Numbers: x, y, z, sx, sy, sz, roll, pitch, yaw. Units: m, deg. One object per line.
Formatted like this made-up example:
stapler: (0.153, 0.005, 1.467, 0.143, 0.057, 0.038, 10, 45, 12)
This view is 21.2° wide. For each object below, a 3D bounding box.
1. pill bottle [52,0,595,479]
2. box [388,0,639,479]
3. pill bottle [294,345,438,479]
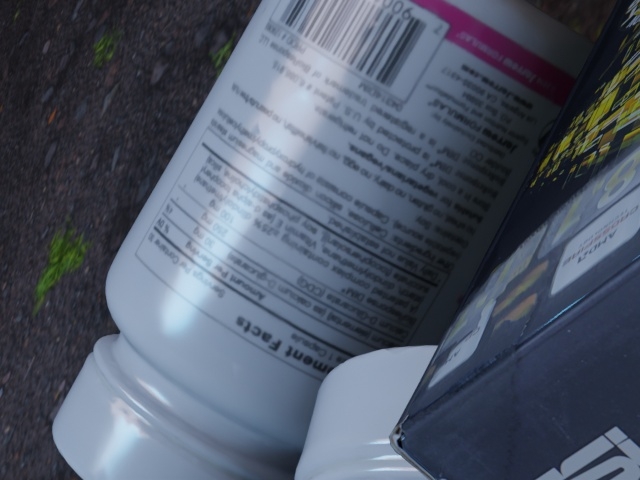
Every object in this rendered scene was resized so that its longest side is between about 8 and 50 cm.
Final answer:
pill bottle: (0.000, 0.000, 0.797, 0.283, 0.160, 0.160, -59, 26, 8)
box: (0.214, -0.101, 0.450, 0.395, 0.097, 0.318, -41, 11, 37)
pill bottle: (0.036, 0.191, 0.556, 0.161, 0.161, 0.283, -25, 45, 52)
